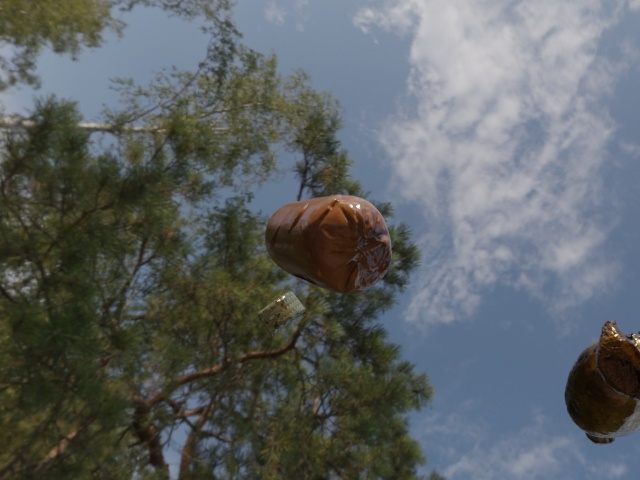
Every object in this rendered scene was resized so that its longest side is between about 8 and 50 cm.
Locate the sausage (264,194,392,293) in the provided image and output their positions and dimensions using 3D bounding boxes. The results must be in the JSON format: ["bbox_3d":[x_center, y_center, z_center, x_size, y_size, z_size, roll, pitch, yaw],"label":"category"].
[{"bbox_3d":[0.000,0.000,0.635,0.304,0.121,0.121,-171,-109,-72],"label":"sausage"}]

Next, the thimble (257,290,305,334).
[{"bbox_3d":[-0.092,0.167,1.042,0.062,0.110,0.084,52,-48,9],"label":"thimble"}]

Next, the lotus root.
[{"bbox_3d":[0.562,0.285,0.874,0.141,0.170,0.313,-112,-161,-53],"label":"lotus root"}]

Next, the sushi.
[{"bbox_3d":[0.339,0.138,0.512,0.050,0.047,0.099,-25,-115,33],"label":"sushi"}]
